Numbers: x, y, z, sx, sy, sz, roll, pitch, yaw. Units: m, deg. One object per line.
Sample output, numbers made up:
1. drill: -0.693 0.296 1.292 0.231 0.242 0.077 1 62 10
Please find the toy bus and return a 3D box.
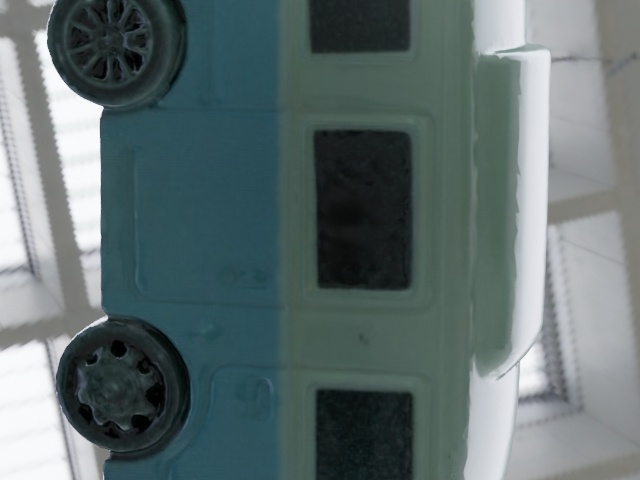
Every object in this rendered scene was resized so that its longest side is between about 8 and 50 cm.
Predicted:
1. toy bus: 0.000 0.000 0.677 0.165 0.133 0.271 3 -80 17
